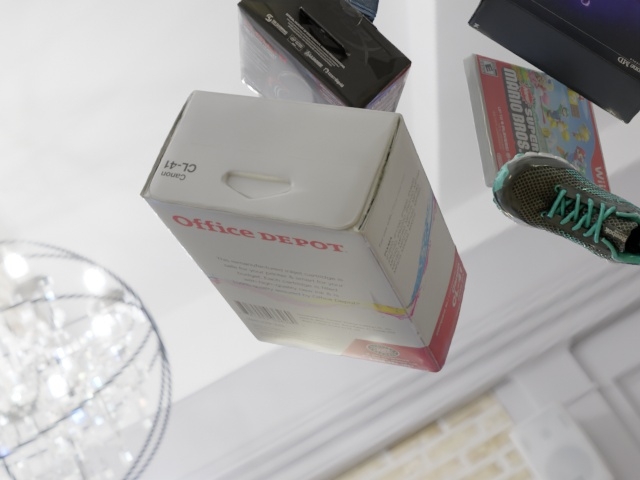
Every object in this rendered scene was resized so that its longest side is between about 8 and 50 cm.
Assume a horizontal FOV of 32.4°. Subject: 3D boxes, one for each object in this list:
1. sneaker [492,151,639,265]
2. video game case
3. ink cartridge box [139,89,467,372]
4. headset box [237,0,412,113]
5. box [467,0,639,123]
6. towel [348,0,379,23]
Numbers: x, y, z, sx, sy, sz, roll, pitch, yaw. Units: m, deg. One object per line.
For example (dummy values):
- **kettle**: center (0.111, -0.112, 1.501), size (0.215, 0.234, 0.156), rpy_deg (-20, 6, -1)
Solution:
- **sneaker**: center (0.213, -0.021, 0.865), size (0.166, 0.076, 0.065), rpy_deg (19, -83, -24)
- **video game case**: center (0.335, -0.165, 1.684), size (0.285, 0.204, 0.025), rpy_deg (5, -20, -41)
- **ink cartridge box**: center (0.000, 0.000, 1.081), size (0.306, 0.226, 0.131), rpy_deg (62, -136, -55)
- **headset box**: center (-0.001, -0.236, 1.499), size (0.110, 0.218, 0.293), rpy_deg (-45, -7, -12)
- **box**: center (0.363, -0.311, 1.500), size (0.184, 0.261, 0.103), rpy_deg (-57, -3, -20)
- **towel**: center (0.052, -0.355, 1.517), size (0.067, 0.119, 0.029), rpy_deg (22, -25, -27)
